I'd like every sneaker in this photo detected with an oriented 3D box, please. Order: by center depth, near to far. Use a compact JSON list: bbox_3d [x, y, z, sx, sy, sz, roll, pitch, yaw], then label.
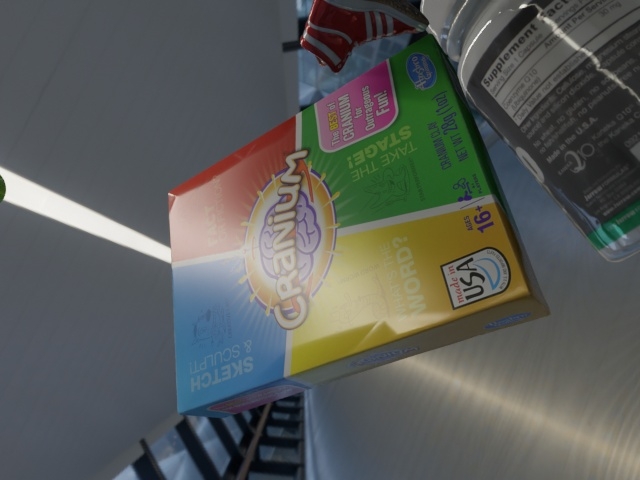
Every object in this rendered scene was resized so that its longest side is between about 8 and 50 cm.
[{"bbox_3d":[0.035,-0.175,0.440,0.118,0.042,0.067,-4,-41,-37],"label":"sneaker"}]

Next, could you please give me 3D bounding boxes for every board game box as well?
[{"bbox_3d":[0.000,0.000,0.469,0.064,0.316,0.242,29,-138,-51],"label":"board game box"}]

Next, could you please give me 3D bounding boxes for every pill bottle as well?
[{"bbox_3d":[0.282,-0.174,0.565,0.204,0.361,0.204,-30,-17,-10],"label":"pill bottle"}]

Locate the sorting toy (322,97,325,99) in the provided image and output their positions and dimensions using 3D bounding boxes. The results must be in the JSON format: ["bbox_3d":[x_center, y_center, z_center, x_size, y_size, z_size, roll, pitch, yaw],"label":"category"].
[{"bbox_3d":[0.036,-0.152,0.721,0.061,0.042,0.102,-14,-88,-45],"label":"sorting toy"}]

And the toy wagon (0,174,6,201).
[{"bbox_3d":[-0.556,-0.052,0.689,0.344,0.068,0.267,-52,-7,17],"label":"toy wagon"}]
